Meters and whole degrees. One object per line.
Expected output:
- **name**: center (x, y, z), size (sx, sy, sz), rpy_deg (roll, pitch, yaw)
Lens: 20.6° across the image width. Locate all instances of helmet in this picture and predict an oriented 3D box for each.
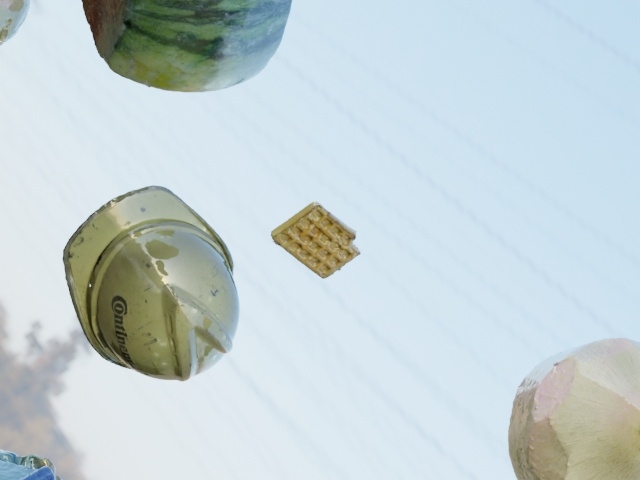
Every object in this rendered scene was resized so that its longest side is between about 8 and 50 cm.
- **helmet**: center (-0.178, 0.077, 2.085), size (0.137, 0.204, 0.257), rpy_deg (41, -15, 51)

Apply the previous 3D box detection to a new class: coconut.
- **coconut**: center (0.243, 0.166, 1.464), size (0.171, 0.171, 0.183), rpy_deg (58, -11, -2)

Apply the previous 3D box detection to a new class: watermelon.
- **watermelon**: center (-0.147, -0.311, 1.953), size (0.201, 0.213, 0.261), rpy_deg (52, -43, 33)

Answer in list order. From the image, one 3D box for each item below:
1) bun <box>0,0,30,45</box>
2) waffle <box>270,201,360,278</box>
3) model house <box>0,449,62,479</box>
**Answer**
- **bun**: center (-0.506, -0.267, 2.189), size (0.287, 0.287, 0.146), rpy_deg (-165, -112, -68)
- **waffle**: center (0.000, 0.000, 2.499), size (0.135, 0.092, 0.021), rpy_deg (36, 24, -44)
- **model house**: center (-0.352, 0.460, 2.395), size (0.329, 0.252, 0.294), rpy_deg (11, -77, 27)
